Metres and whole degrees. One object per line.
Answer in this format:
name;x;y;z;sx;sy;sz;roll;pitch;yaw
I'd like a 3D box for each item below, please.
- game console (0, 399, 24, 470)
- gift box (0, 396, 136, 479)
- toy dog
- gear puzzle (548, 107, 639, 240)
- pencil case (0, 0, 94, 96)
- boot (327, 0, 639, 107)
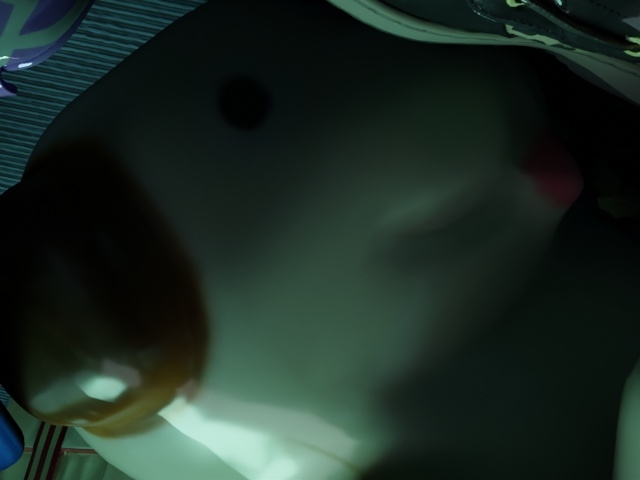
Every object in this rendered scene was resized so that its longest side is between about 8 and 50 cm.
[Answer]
game console;-0.249;-0.032;0.578;0.250;0.173;0.293;54;169;26
gift box;-0.111;0.211;1.237;0.255;0.258;0.276;25;165;-28
toy dog;0.051;0.089;0.731;0.395;0.284;0.408;-16;109;44
gear puzzle;0.000;0.000;0.934;0.339;0.044;0.175;-5;152;38
pencil case;-0.157;-0.135;0.638;0.086;0.088;0.206;-1;155;36
boot;0.106;-0.111;0.549;0.236;0.085;0.178;18;157;-29
